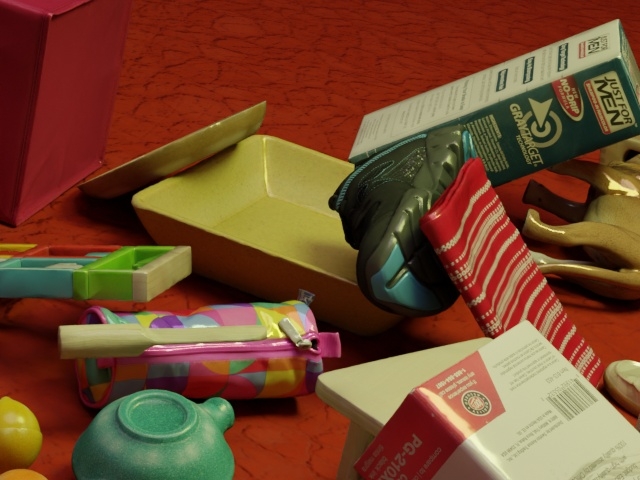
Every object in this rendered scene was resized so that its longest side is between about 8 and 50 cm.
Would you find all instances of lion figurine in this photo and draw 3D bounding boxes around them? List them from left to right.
[{"bbox_3d":[0.361,-0.008,2.211,0.240,0.142,0.392,22,37,3],"label":"lion figurine"}]

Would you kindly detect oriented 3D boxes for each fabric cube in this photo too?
[{"bbox_3d":[-0.389,-0.198,2.067,0.258,0.254,0.259,19,22,11],"label":"fabric cube"}]

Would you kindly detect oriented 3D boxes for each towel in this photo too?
[{"bbox_3d":[0.194,0.060,1.808,0.031,0.275,0.199,-28,8,24],"label":"towel"}]

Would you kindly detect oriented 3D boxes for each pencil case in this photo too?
[{"bbox_3d":[-0.107,0.103,1.683,0.236,0.104,0.104,-3,26,-27],"label":"pencil case"}]

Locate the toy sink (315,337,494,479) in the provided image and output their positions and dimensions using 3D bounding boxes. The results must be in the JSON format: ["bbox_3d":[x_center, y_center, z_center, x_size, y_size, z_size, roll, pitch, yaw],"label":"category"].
[{"bbox_3d":[0.110,0.187,1.558,0.153,0.131,0.234,30,26,37],"label":"toy sink"}]

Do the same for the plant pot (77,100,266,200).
[{"bbox_3d":[-0.164,-0.098,2.085,0.236,0.032,0.236,-23,5,2],"label":"plant pot"}]

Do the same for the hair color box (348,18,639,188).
[{"bbox_3d":[0.218,-0.142,2.217,0.347,0.105,0.174,-20,18,16],"label":"hair color box"}]

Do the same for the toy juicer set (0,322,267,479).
[{"bbox_3d":[-0.173,0.169,1.507,0.209,0.089,0.329,10,33,4],"label":"toy juicer set"}]

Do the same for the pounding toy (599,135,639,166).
[{"bbox_3d":[0.424,-0.106,2.513,0.181,0.094,0.206,-14,24,-39],"label":"pounding toy"}]

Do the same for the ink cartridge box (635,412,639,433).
[{"bbox_3d":[0.439,0.251,1.531,0.285,0.166,0.395,10,22,-5],"label":"ink cartridge box"}]

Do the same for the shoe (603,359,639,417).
[{"bbox_3d":[0.386,0.167,1.853,0.219,0.058,0.076,28,26,34],"label":"shoe"}]

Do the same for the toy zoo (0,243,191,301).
[{"bbox_3d":[-0.286,0.029,1.744,0.293,0.030,0.192,1,7,9],"label":"toy zoo"}]

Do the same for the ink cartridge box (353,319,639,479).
[{"bbox_3d":[0.171,0.195,1.358,0.237,0.100,0.172,46,37,15],"label":"ink cartridge box"}]

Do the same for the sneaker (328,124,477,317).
[{"bbox_3d":[0.076,-0.009,1.873,0.139,0.125,0.341,-10,19,18],"label":"sneaker"}]

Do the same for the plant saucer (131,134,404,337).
[{"bbox_3d":[0.000,0.000,2.024,0.332,0.081,0.333,21,23,18],"label":"plant saucer"}]
